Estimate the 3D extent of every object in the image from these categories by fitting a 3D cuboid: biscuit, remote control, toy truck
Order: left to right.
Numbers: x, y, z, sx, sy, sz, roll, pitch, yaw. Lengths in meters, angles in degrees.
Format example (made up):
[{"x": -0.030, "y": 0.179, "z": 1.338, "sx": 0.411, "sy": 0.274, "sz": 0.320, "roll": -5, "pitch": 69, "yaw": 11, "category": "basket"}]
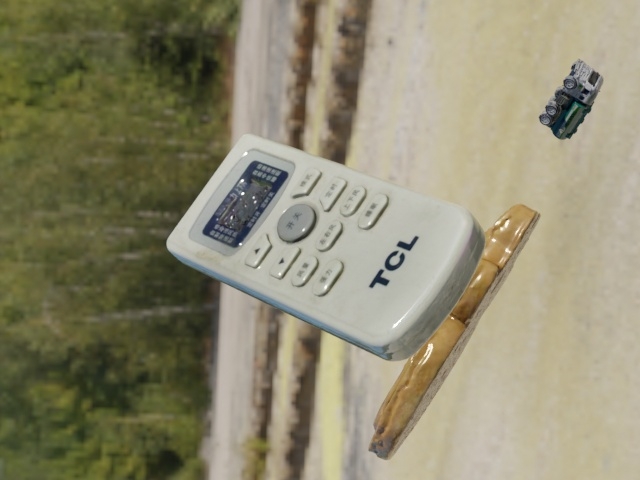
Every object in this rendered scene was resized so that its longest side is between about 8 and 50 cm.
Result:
[{"x": 0.000, "y": 0.000, "z": 0.737, "sx": 0.190, "sy": 0.029, "sz": 0.087, "roll": 24, "pitch": 74, "yaw": 44, "category": "remote control"}, {"x": 0.128, "y": 0.087, "z": 1.363, "sx": 0.288, "sy": 0.044, "sz": 0.202, "roll": -62, "pitch": -11, "yaw": 11, "category": "biscuit"}, {"x": 0.260, "y": -0.144, "z": 1.427, "sx": 0.039, "sy": 0.044, "sz": 0.083, "roll": -56, "pitch": -4, "yaw": -45, "category": "toy truck"}]
